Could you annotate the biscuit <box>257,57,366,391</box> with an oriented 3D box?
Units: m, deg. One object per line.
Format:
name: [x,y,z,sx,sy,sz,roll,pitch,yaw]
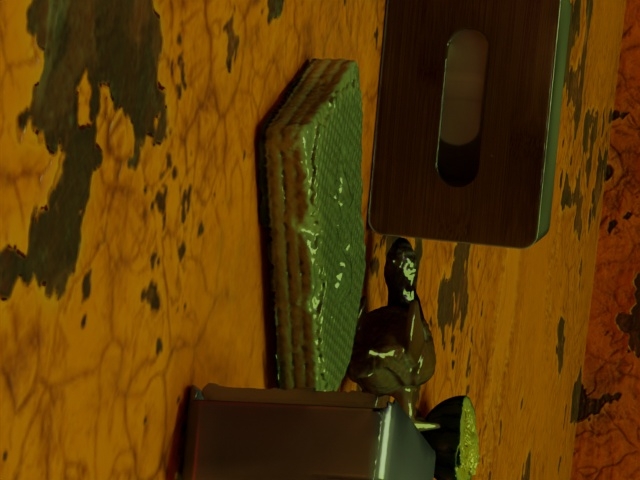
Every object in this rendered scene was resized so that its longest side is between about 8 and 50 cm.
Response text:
biscuit: [0.000,0.000,1.339,0.150,0.052,0.252,-58,150,-60]

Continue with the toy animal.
toy animal: [0.061,0.082,1.545,0.188,0.089,0.179,21,71,-75]

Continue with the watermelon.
watermelon: [0.142,0.225,1.928,0.105,0.062,0.105,-1,90,-72]

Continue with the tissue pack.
tissue pack: [0.144,-0.123,1.624,0.136,0.159,0.246,-10,105,-76]

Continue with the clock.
clock: [-0.006,0.158,1.202,0.193,0.144,0.073,55,38,-67]
